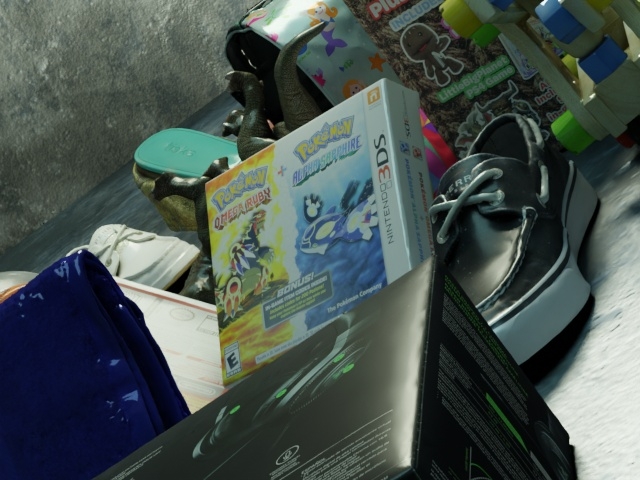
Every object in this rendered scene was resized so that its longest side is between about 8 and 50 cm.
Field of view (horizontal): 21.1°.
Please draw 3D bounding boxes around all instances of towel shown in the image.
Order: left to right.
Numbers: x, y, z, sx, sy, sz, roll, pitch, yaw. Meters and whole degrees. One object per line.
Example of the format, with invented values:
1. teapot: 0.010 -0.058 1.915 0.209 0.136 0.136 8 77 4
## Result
1. towel: -0.220 0.175 1.191 0.308 0.227 0.076 -32 -18 21

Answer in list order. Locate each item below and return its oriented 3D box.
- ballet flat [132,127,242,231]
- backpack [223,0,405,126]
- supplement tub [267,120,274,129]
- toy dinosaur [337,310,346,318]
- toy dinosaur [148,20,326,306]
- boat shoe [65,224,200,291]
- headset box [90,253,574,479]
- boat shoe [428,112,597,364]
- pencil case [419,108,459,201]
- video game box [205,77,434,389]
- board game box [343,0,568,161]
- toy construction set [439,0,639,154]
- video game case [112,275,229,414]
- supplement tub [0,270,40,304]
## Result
1. ballet flat: -0.056 -0.034 1.680 0.123 0.123 0.349 -42 33 -25
2. backpack: 0.027 -0.169 1.726 0.191 0.225 0.253 -41 7 -3
3. supplement tub: 0.025 -0.160 1.988 0.198 0.106 0.106 -36 12 -1
4. toy dinosaur: 0.016 0.091 1.217 0.090 0.047 0.082 -16 40 33
5. toy dinosaur: -0.045 -0.046 1.500 0.313 0.160 0.121 -54 -22 19
6. boat shoe: -0.239 0.028 2.042 0.098 0.096 0.277 -43 14 -30
7. headset box: -0.012 0.155 0.816 0.246 0.131 0.283 -34 12 14
8. boat shoe: 0.117 -0.006 1.138 0.108 0.102 0.301 -31 13 27
9. pencil case: 0.068 -0.049 1.470 0.104 0.104 0.236 -31 15 26
10. video game box: 0.000 0.000 1.329 0.205 0.048 0.187 -29 54 35
11. board game box: 0.126 -0.223 1.485 0.141 0.291 0.232 -33 13 20
12. toy construction set: 0.199 -0.185 1.265 0.151 0.215 0.327 -38 18 35
13. video game case: -0.175 0.126 1.351 0.204 0.025 0.285 16 36 18
14. supplement tub: -0.311 0.136 1.601 0.193 0.193 0.316 -44 14 -30
